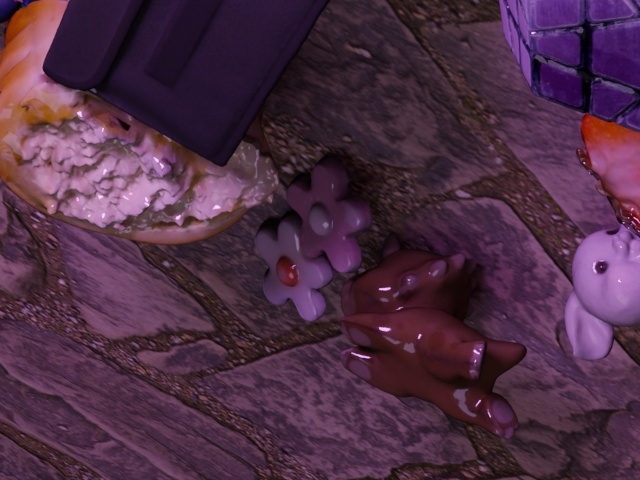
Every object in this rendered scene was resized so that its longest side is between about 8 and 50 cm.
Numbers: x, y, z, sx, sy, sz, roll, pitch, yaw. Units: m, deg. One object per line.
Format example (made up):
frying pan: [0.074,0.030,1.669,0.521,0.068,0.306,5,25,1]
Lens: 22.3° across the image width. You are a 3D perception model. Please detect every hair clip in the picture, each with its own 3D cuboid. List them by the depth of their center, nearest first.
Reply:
hair clip: [-0.007,0.001,1.959,0.146,0.075,0.257,66,154,19]

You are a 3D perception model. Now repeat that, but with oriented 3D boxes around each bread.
bread: [-0.216,-0.128,1.770,0.316,0.270,0.211,20,120,-27]

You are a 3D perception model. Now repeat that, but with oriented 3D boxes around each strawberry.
strawberry: [0.374,-0.093,1.611,0.190,0.111,0.236,62,151,-4]

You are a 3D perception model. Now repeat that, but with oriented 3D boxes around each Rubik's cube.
Rubik's cube: [0.286,-0.242,1.362,0.319,0.319,0.264,44,165,-25]

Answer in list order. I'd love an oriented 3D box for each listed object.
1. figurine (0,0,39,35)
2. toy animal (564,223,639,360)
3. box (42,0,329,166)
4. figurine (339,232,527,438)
figurine: [-0.405,-0.285,1.796,0.195,0.102,0.111,2,170,-14]
toy animal: [0.372,0.065,1.806,0.193,0.127,0.178,12,143,11]
box: [-0.083,-0.286,1.525,0.204,0.251,0.345,29,144,-7]
figurine: [0.141,0.098,1.933,0.247,0.173,0.177,13,140,39]
